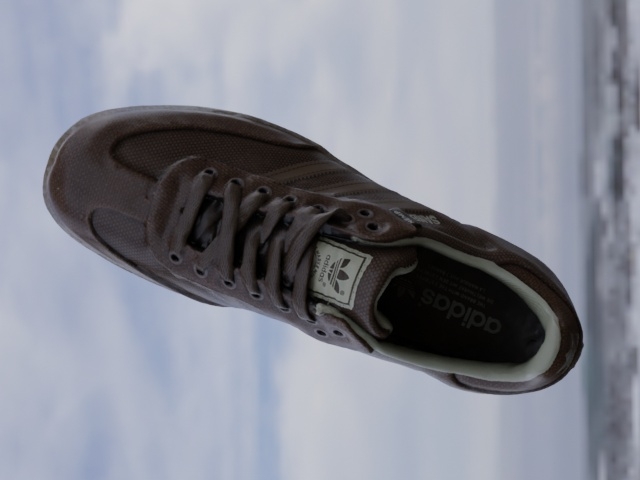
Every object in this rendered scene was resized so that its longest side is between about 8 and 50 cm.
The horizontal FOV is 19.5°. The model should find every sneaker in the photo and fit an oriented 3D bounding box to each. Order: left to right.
[{"bbox_3d":[0.000,0.000,0.614,0.071,0.188,0.066,-156,83,-85],"label":"sneaker"}]
